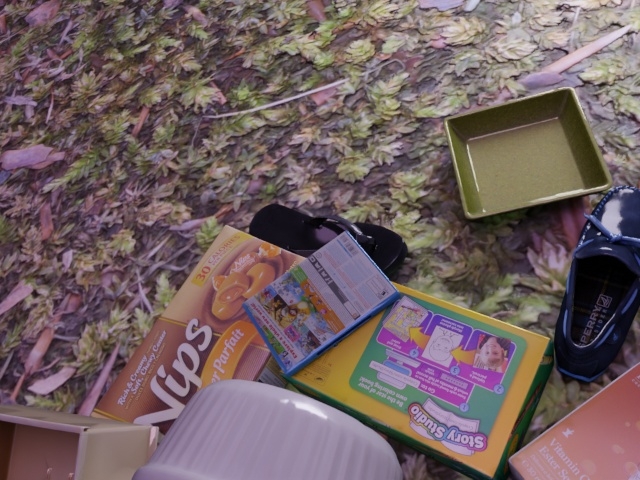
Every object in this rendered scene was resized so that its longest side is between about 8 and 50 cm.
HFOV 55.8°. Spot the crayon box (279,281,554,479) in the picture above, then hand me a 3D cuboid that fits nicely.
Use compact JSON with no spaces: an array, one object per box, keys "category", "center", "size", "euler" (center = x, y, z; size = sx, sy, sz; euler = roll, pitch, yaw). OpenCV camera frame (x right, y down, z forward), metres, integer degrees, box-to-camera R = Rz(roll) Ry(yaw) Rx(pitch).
[{"category":"crayon box","center":[0.111,0.153,0.722],"size":[0.279,0.081,0.165],"euler":[20,68,29]}]

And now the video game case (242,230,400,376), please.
[{"category":"video game case","center":[-0.002,0.075,0.750],"size":[0.166,0.015,0.119],"euler":[-35,56,-5]}]

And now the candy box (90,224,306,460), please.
[{"category":"candy box","center":[-0.133,0.149,0.811],"size":[0.183,0.087,0.316],"euler":[22,69,30]}]

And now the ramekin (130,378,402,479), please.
[{"category":"ramekin","center":[-0.042,0.245,0.608],"size":[0.273,0.272,0.127],"euler":[7,56,24]}]

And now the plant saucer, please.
[{"category":"plant saucer","center":[0.283,-0.114,0.849],"size":[0.189,0.045,0.188],"euler":[-13,56,13]}]

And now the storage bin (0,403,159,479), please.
[{"category":"storage bin","center":[-0.341,0.331,0.703],"size":[0.262,0.123,0.260],"euler":[-1,78,27]}]

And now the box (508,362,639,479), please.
[{"category":"box","center":[0.296,0.230,0.598],"size":[0.170,0.091,0.130],"euler":[-36,54,-4]}]

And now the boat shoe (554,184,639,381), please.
[{"category":"boat shoe","center":[0.344,0.037,0.703],"size":[0.109,0.089,0.258],"euler":[9,63,25]}]

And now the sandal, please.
[{"category":"sandal","center":[-0.001,0.001,0.876],"size":[0.255,0.054,0.097],"euler":[12,64,27]}]
